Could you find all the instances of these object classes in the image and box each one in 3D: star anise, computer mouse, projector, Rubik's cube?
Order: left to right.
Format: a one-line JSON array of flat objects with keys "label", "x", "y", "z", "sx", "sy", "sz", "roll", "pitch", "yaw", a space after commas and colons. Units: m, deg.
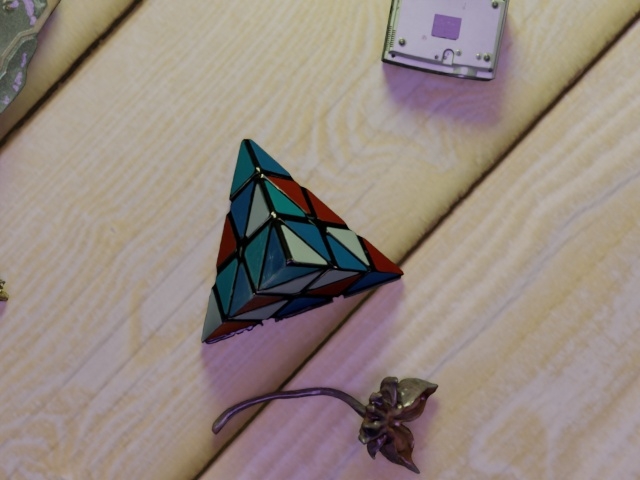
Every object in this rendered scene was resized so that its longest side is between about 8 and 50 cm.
[{"label": "computer mouse", "x": -0.444, "y": -0.277, "z": 1.860, "sx": 0.199, "sy": 0.115, "sz": 0.389, "roll": 41, "pitch": 77, "yaw": -25}, {"label": "Rubik's cube", "x": 0.000, "y": 0.000, "z": 1.929, "sx": 0.234, "sy": 0.284, "sz": 0.250, "roll": 10, "pitch": 58, "yaw": -23}, {"label": "star anise", "x": 0.011, "y": 0.234, "z": 1.961, "sx": 0.227, "sy": 0.218, "sz": 0.148, "roll": 18, "pitch": 130, "yaw": 34}, {"label": "projector", "x": 0.161, "y": -0.272, "z": 1.922, "sx": 0.147, "sy": 0.061, "sz": 0.115, "roll": 10, "pitch": 94, "yaw": -3}]

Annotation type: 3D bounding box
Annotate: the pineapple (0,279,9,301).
[{"label": "pineapple", "x": -0.448, "y": 0.049, "z": 1.899, "sx": 0.114, "sy": 0.077, "sz": 0.114, "roll": 24, "pitch": 96, "yaw": -18}]
